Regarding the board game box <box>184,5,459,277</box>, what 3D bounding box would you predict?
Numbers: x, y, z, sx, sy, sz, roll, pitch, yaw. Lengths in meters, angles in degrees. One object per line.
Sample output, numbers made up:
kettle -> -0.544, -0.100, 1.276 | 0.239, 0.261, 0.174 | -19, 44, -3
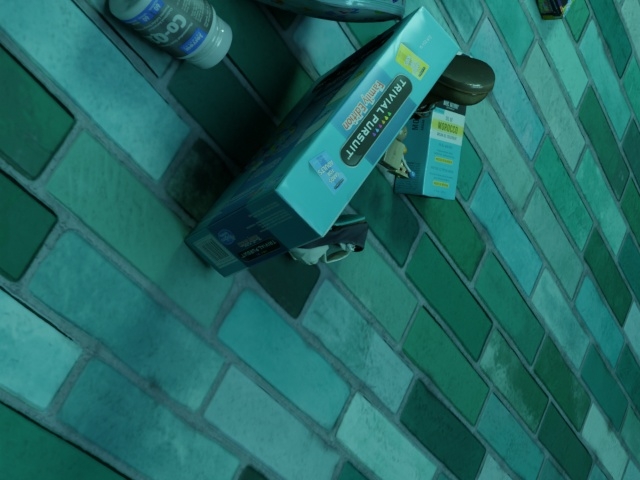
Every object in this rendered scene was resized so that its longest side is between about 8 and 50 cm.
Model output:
board game box -> 0.001, -0.119, 1.162 | 0.079, 0.254, 0.336 | 45, 60, -15

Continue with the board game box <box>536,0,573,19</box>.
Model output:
board game box -> 0.465, -0.538, 1.800 | 0.170, 0.048, 0.141 | -56, 131, -27

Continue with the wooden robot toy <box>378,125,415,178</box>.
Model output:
wooden robot toy -> 0.095, -0.155, 1.404 | 0.173, 0.076, 0.079 | 27, 82, -49

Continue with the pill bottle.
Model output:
pill bottle -> -0.171, -0.260, 1.077 | 0.137, 0.078, 0.078 | 30, 74, -47

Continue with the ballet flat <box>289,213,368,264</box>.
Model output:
ballet flat -> 0.000, 0.000, 1.331 | 0.203, 0.074, 0.074 | -5, 100, -51

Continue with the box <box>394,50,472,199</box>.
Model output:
box -> 0.187, -0.193, 1.522 | 0.100, 0.060, 0.244 | 5, 93, -50

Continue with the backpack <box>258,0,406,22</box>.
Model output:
backpack -> 0.036, -0.372, 1.156 | 0.225, 0.253, 0.191 | -2, 96, -45

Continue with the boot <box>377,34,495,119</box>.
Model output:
boot -> 0.155, -0.216, 1.320 | 0.112, 0.305, 0.115 | 5, 107, -19
